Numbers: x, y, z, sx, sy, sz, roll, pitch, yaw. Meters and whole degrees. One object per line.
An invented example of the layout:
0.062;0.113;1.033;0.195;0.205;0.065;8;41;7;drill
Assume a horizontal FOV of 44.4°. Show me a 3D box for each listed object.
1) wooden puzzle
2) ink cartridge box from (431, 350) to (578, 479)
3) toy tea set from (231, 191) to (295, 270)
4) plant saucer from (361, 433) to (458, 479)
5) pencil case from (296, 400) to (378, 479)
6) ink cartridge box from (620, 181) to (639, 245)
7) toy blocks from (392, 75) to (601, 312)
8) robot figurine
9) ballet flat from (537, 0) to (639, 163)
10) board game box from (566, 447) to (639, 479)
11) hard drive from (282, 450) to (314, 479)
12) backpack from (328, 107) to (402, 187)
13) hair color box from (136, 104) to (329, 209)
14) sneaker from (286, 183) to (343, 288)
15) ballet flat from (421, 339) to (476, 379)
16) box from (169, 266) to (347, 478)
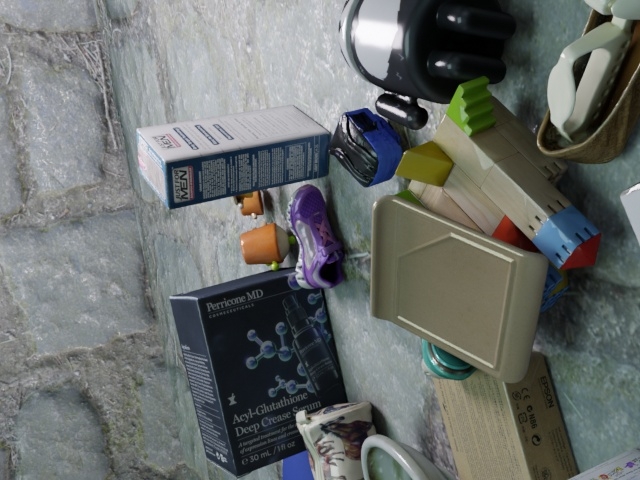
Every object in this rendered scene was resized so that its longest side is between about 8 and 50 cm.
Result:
0.177;0.062;1.044;0.238;0.044;0.221;23;134;28;wooden puzzle
0.278;0.293;1.195;0.193;0.088;0.235;-20;85;65;ink cartridge box
-0.136;-0.091;1.848;0.200;0.124;0.336;-85;-16;-78;toy tea set
0.209;0.513;1.378;0.400;0.100;0.401;55;159;34;plant saucer
0.064;0.531;1.623;0.159;0.183;0.411;-16;87;47;pencil case
0.422;0.102;0.722;0.069;0.175;0.371;-33;72;62;ink cartridge box
0.236;0.001;1.079;0.261;0.190;0.381;51;145;23;toy blocks
0.140;-0.286;1.095;0.173;0.209;0.278;47;172;-35;robot figurine
0.316;-0.221;0.838;0.116;0.124;0.342;55;146;36;ballet flat
0.422;0.372;0.886;0.275;0.144;0.142;19;119;61;board game box
-0.038;0.622;2.027;0.210;0.040;0.319;43;138;49;hard drive
0.089;-0.159;1.342;0.120;0.101;0.098;56;149;29;backpack
-0.173;-0.174;1.572;0.174;0.347;0.105;43;139;48;hair color box
0.000;0.000;1.615;0.104;0.095;0.237;22;126;51;sneaker
0.191;0.162;1.204;0.247;0.083;0.087;-74;5;-64;ballet flat
-0.135;0.281;1.771;0.212;0.293;0.396;-8;96;63;box
